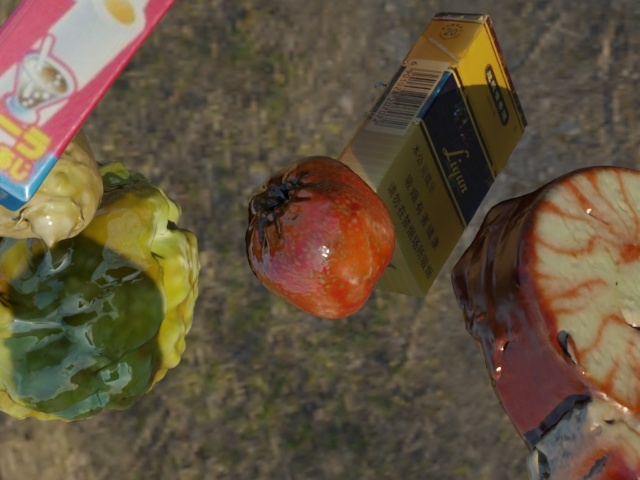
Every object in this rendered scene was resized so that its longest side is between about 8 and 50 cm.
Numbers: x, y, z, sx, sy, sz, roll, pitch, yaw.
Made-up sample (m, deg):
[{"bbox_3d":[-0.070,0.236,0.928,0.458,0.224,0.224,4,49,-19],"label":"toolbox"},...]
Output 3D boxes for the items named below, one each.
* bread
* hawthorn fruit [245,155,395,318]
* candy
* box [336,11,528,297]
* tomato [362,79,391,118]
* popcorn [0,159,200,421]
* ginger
[{"bbox_3d":[0.263,0.097,1.248,0.114,0.295,0.328,-48,58,45],"label":"bread"},{"bbox_3d":[0.000,0.000,1.187,0.128,0.128,0.128,6,99,41],"label":"hawthorn fruit"},{"bbox_3d":[-0.186,-0.172,1.237,0.306,0.100,0.157,-56,10,-10],"label":"candy"},{"bbox_3d":[0.104,-0.084,1.479,0.070,0.237,0.152,13,145,36],"label":"box"},{"bbox_3d":[0.128,-0.120,1.724,0.167,0.167,0.167,6,99,41],"label":"tomato"},{"bbox_3d":[-0.282,0.065,1.722,0.279,0.335,0.274,37,160,-11],"label":"popcorn"},{"bbox_3d":[-0.288,-0.096,1.500,0.152,0.138,0.267,-40,51,46],"label":"ginger"}]
